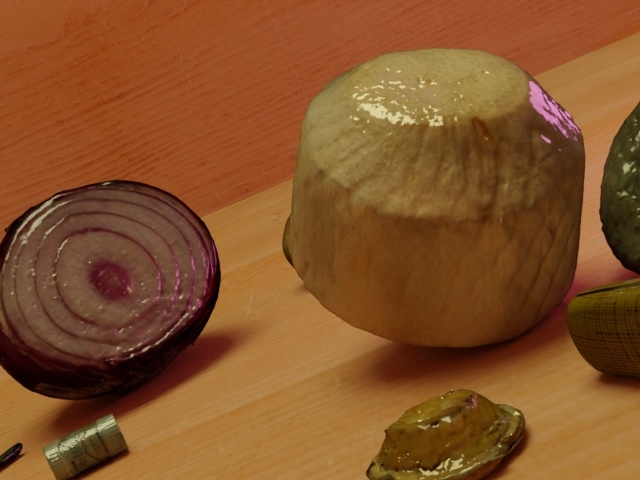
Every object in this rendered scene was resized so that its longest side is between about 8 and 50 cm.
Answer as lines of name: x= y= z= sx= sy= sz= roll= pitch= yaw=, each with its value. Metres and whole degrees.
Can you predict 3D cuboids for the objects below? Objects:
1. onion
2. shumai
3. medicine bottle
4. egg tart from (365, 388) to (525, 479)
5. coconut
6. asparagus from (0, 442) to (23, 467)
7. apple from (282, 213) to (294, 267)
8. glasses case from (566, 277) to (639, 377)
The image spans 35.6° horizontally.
onion: x=-0.315 y=0.080 z=1.396 sx=0.337 sy=0.282 sz=0.260 roll=-40 pitch=-3 yaw=-30
shumai: x=0.410 y=-0.056 z=0.959 sx=0.271 sy=0.204 sz=0.222 roll=-63 pitch=13 yaw=-13
medicine bottle: x=-0.260 y=0.230 z=1.103 sx=0.083 sy=0.047 sz=0.047 roll=-25 pitch=10 yaw=-15
egg tart: x=0.090 y=0.147 z=0.757 sx=0.129 sy=0.049 sz=0.129 roll=-22 pitch=8 yaw=3
coconut: x=0.111 y=-0.027 z=1.011 sx=0.329 sy=0.328 sz=0.329 roll=-22 pitch=10 yaw=4
asparagus: x=-0.442 y=0.306 z=1.187 sx=0.023 sy=0.022 sz=0.233 roll=15 pitch=25 yaw=24
apple: x=-0.003 y=-0.001 z=1.545 sx=0.126 sy=0.126 sz=0.102 roll=-28 pitch=-1 yaw=-29
glasses case: x=0.277 y=0.060 z=0.708 sx=0.064 sy=0.079 sz=0.234 roll=-39 pitch=17 yaw=-34
